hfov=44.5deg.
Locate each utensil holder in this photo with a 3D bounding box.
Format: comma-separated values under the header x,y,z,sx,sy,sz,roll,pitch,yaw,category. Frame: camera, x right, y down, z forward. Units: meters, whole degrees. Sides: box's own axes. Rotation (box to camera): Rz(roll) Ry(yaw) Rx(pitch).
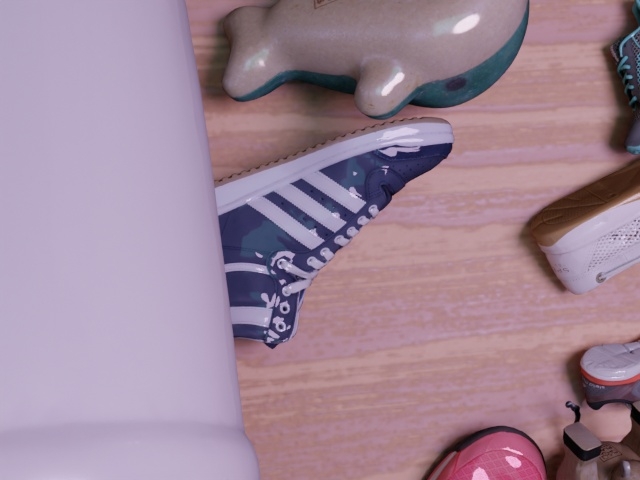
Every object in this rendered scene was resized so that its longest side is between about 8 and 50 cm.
x,y,z,sx,sy,sz,roll,pitch,yaw,category
-0.227,0.000,0.523,0.328,0.327,0.385,-9,71,-5,utensil holder

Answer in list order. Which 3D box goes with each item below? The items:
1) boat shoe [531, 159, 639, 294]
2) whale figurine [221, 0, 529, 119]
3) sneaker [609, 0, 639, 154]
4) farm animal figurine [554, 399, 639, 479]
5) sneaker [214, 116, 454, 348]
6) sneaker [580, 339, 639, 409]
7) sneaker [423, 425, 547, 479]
x,y,z,sx,sy,sz,roll,pitch,yaw,category
0.339,-0.036,0.720,0.277,0.098,0.096,-26,106,13,boat shoe
0.048,-0.182,0.700,0.272,0.141,0.216,-14,58,15,whale figurine
0.312,-0.164,0.753,0.076,0.065,0.166,19,82,13,sneaker
0.264,0.281,0.610,0.331,0.326,0.172,-6,125,-1,farm animal figurine
0.000,0.000,0.691,0.282,0.099,0.153,-19,84,2,sneaker
0.320,0.128,0.743,0.158,0.061,0.064,-5,115,-4,sneaker
0.117,0.313,0.668,0.116,0.136,0.313,30,85,-4,sneaker
